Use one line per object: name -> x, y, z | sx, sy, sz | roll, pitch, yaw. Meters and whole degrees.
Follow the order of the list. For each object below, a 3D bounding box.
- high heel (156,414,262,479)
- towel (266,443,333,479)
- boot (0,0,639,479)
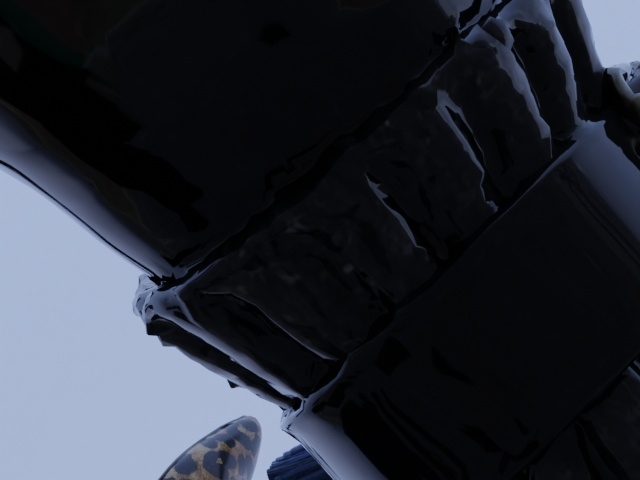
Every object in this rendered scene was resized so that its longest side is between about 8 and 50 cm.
high heel -> -0.040, 0.234, 1.295 | 0.186, 0.261, 0.093 | 15, -39, 20
towel -> 0.033, 0.141, 1.230 | 0.119, 0.029, 0.067 | -25, -58, 13
boot -> 0.004, -0.002, 0.353 | 0.131, 0.348, 0.260 | -28, -100, 22
